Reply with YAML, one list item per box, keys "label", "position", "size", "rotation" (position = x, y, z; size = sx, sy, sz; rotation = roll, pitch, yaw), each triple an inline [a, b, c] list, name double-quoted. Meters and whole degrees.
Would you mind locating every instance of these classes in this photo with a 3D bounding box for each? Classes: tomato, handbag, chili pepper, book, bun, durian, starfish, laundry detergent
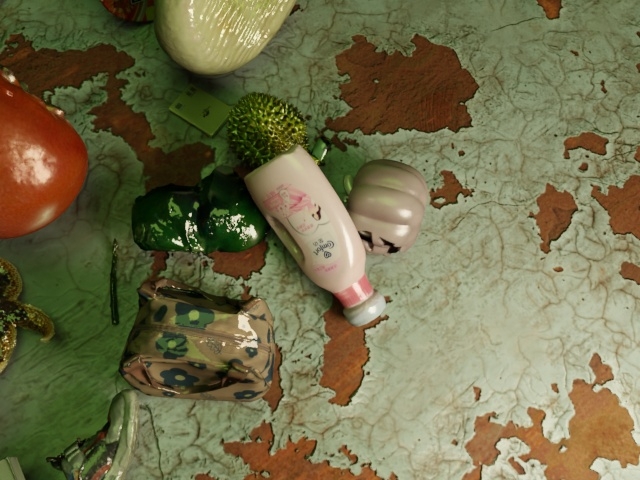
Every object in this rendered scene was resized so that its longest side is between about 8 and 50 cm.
- label: "tomato"
  position: [-0.575, -0.157, 1.065]
  size: [0.341, 0.341, 0.272]
  rotation: [34, 84, 7]
- label: "handbag"
  position: [-0.199, 0.164, 1.045]
  size: [0.252, 0.193, 0.190]
  rotation: [6, 73, -2]
- label: "chili pepper"
  position: [-0.214, -0.053, 1.160]
  size: [0.265, 0.116, 0.148]
  rotation: [1, 45, -9]
- label: "book"
  position: [-0.243, -0.267, 1.296]
  size: [0.111, 0.014, 0.077]
  rotation: [33, 72, 8]
- label: "bun"
  position: [-0.197, -0.507, 1.223]
  size: [0.213, 0.361, 0.361]
  rotation: [34, 69, 27]
- label: "durian"
  position: [-0.095, -0.191, 1.212]
  size: [0.146, 0.159, 0.198]
  rotation: [-47, 113, -6]
- label: "starfish"
  position: [-0.565, 0.133, 1.095]
  size: [0.238, 0.071, 0.215]
  rotation: [10, 74, 9]
- label: "laundry detergent"
  position: [0.000, 0.000, 1.124]
  size: [0.088, 0.159, 0.335]
  rotation: [-41, 103, -44]

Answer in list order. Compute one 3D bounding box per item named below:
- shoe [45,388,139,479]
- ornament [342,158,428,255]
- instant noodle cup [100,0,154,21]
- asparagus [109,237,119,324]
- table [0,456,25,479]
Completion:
- label: "shoe"
  position: [-0.365, 0.346, 1.011]
  size: [0.126, 0.099, 0.227]
  rotation: [13, 73, -4]
- label: "ornament"
  position: [0.111, -0.063, 1.172]
  size: [0.178, 0.177, 0.177]
  rotation: [2, 70, -5]
- label: "instant noodle cup"
  position: [-0.391, -0.611, 1.302]
  size: [0.250, 0.250, 0.192]
  rotation: [-32, 67, -15]
- label: "asparagus"
  position: [-0.377, 0.074, 1.158]
  size: [0.016, 0.016, 0.162]
  rotation: [-13, 69, 18]
- label: "table"
  position: [-0.549, 0.441, 0.953]
  size: [0.240, 0.111, 0.121]
  rotation: [-25, 73, -14]
